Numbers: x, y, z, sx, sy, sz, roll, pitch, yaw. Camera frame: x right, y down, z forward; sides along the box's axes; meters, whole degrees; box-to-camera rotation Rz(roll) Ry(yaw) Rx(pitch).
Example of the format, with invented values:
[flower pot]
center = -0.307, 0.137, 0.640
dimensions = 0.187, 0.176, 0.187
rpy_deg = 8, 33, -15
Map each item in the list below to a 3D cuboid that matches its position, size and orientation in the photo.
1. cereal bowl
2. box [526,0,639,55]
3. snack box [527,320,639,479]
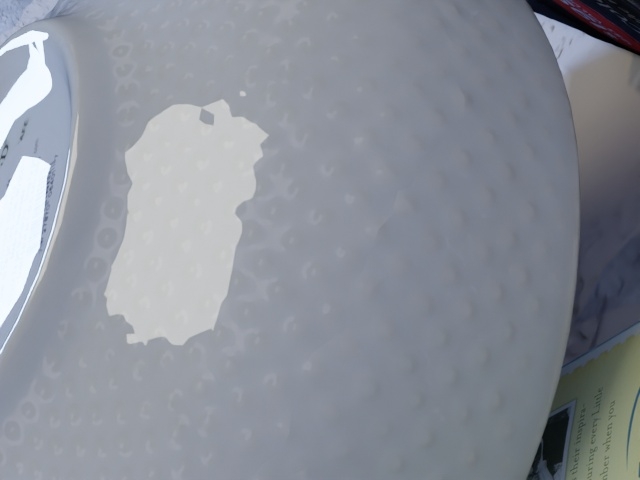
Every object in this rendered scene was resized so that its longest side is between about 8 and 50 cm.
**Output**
[cereal bowl]
center = -0.070, 0.015, 0.514
dimensions = 0.339, 0.141, 0.339
rpy_deg = -33, 47, 44
[box]
center = 0.065, -0.244, 0.603
dimensions = 0.179, 0.343, 0.312
rpy_deg = -55, 18, 9
[snack box]
center = 0.062, 0.177, 0.376
dimensions = 0.187, 0.060, 0.322
rpy_deg = -39, 26, 44
